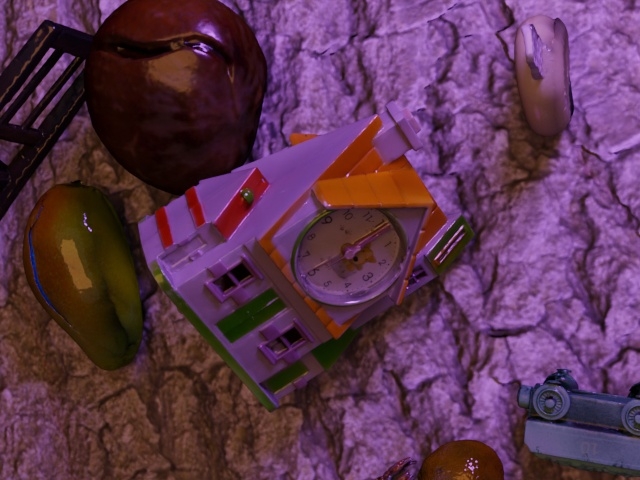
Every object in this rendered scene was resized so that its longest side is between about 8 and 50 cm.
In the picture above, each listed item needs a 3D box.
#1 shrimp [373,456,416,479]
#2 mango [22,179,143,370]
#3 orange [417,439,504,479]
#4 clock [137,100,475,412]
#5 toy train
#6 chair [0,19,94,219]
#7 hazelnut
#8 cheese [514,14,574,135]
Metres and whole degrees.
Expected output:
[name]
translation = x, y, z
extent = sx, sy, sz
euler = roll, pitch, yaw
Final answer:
[shrimp]
translation = 0.072, 0.278, 1.472
extent = 0.092, 0.038, 0.029
euler = -45, 117, 11
[mango]
translation = -0.281, 0.046, 1.571
extent = 0.125, 0.111, 0.233
euler = -11, 96, 32
[orange]
translation = 0.150, 0.257, 1.422
extent = 0.095, 0.085, 0.085
euler = -10, 84, 13
[clock]
translation = 0.000, 0.000, 1.409
extent = 0.309, 0.235, 0.166
euler = -34, 33, 5
[toy train]
translation = 0.290, 0.194, 1.387
extent = 0.172, 0.070, 0.099
euler = 7, 100, 20
[chair]
translation = -0.479, -0.140, 1.600
extent = 0.240, 0.203, 0.416
euler = 38, 98, 14
[hazelnut]
translation = -0.146, -0.170, 1.480
extent = 0.218, 0.218, 0.234
euler = 2, 124, 19
[cheese]
translation = 0.221, -0.179, 1.332
extent = 0.054, 0.251, 0.127
euler = -6, 86, 14
